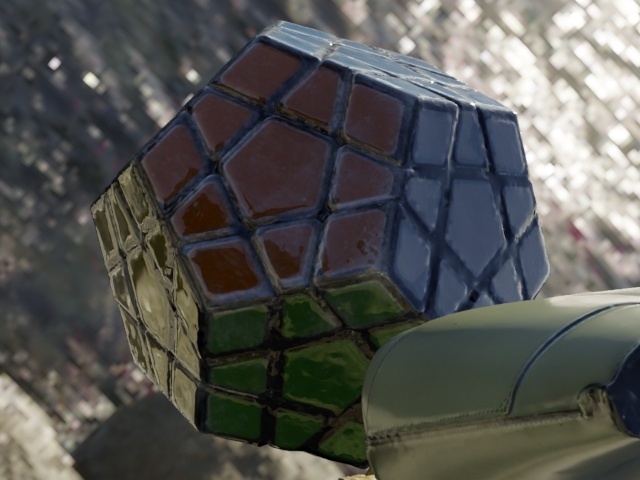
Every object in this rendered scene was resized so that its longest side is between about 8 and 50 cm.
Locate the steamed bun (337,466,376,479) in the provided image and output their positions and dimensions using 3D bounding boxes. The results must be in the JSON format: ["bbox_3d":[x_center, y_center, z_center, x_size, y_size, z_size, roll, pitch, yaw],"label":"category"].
[{"bbox_3d":[0.059,0.271,1.440,0.295,0.292,0.137,63,-7,-29],"label":"steamed bun"}]

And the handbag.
[{"bbox_3d":[0.175,0.069,0.866,0.241,0.315,0.109,-8,87,-31],"label":"handbag"}]

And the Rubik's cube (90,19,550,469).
[{"bbox_3d":[-0.001,0.000,1.346,0.319,0.264,0.319,18,13,-4],"label":"Rubik's cube"}]
